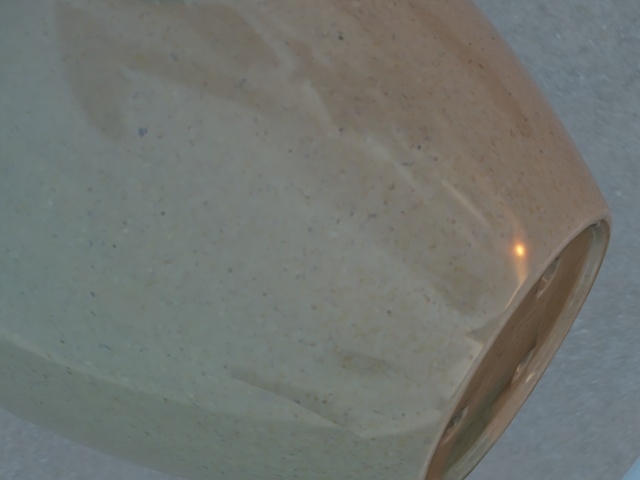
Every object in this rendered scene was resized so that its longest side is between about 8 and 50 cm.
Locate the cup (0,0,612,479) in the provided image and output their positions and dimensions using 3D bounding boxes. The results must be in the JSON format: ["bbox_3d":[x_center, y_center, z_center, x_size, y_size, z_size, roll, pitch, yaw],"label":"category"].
[{"bbox_3d":[0.000,0.000,0.593,0.237,0.331,0.331,33,101,20],"label":"cup"}]

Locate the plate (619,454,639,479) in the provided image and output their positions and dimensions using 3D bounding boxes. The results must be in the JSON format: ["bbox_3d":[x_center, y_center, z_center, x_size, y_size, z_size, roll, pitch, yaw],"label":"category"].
[{"bbox_3d":[0.320,0.216,0.949,0.045,0.278,0.277,35,103,-5],"label":"plate"}]
